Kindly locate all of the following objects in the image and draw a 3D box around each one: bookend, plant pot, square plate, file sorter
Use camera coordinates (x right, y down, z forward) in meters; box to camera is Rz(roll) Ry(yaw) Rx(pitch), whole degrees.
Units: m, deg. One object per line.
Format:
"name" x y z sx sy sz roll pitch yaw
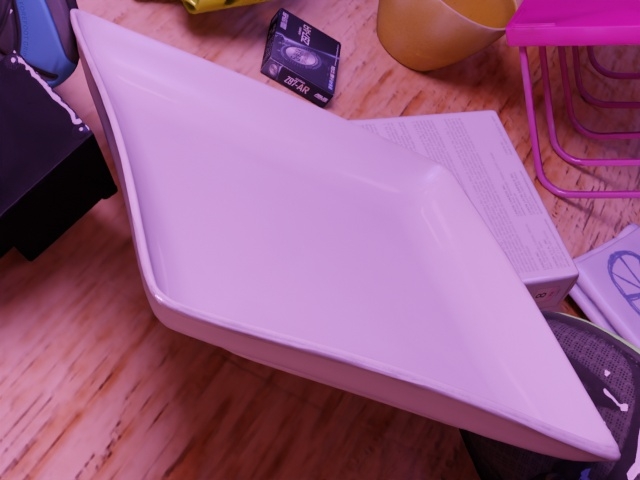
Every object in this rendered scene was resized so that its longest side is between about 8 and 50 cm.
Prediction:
"bookend" -0.214 -0.022 0.961 0.072 0.156 0.157 46 -8 7
"plant pot" 0.107 -0.218 1.459 0.134 0.095 0.134 25 40 -22
"square plate" 0.000 0.000 1.017 0.344 0.049 0.347 20 26 -29
"file sorter" 0.324 -0.183 1.507 0.202 0.182 0.291 1 30 22

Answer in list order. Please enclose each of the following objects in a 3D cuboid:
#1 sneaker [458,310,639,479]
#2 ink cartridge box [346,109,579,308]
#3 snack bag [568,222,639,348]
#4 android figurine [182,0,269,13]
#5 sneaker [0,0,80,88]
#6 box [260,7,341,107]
"sneaker" 0.174 0.233 0.976 0.202 0.185 0.483 18 41 -35
"ink cartridge box" 0.077 -0.021 1.283 0.232 0.066 0.189 -8 56 -22
"snack bag" 0.397 0.101 1.446 0.323 0.037 0.342 50 37 11
"android figurine" -0.107 -0.300 1.319 0.272 0.056 0.248 -12 65 -28
"sneaker" -0.257 -0.256 1.139 0.139 0.125 0.341 -12 63 -54
"box" -0.017 -0.162 1.352 0.067 0.018 0.083 30 38 -17
